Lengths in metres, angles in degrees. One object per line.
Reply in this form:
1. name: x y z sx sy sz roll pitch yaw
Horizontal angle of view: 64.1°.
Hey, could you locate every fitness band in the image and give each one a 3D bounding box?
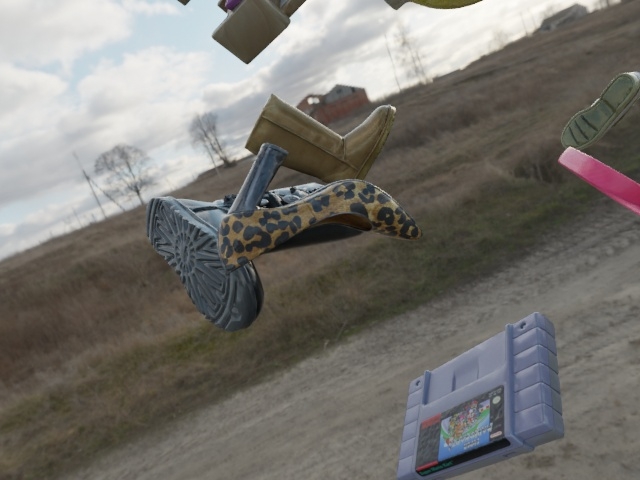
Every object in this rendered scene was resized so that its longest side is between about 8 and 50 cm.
1. fitness band: 0.640 -0.126 1.133 0.054 0.208 0.291 -59 6 19

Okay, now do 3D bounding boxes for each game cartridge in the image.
1. game cartridge: 0.273 0.299 0.931 0.355 0.068 0.230 -46 11 42

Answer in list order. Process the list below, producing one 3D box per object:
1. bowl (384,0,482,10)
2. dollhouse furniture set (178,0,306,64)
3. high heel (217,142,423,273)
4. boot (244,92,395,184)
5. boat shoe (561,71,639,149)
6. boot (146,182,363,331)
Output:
1. bowl: 0.134 -0.444 0.757 0.156 0.290 0.289 -37 3 28
2. dollhouse furniture set: -0.116 -0.398 0.478 0.198 0.303 0.287 -32 44 34
3. high heel: 0.000 0.000 0.691 0.093 0.261 0.186 124 169 -70
4. boot: 0.003 -0.245 1.123 0.236 0.269 0.089 -63 11 3
5. boat shoe: 0.885 -0.388 1.588 0.103 0.113 0.302 -12 -24 -26
6. boot: -0.075 0.002 1.058 0.444 0.146 0.367 -7 39 -42
